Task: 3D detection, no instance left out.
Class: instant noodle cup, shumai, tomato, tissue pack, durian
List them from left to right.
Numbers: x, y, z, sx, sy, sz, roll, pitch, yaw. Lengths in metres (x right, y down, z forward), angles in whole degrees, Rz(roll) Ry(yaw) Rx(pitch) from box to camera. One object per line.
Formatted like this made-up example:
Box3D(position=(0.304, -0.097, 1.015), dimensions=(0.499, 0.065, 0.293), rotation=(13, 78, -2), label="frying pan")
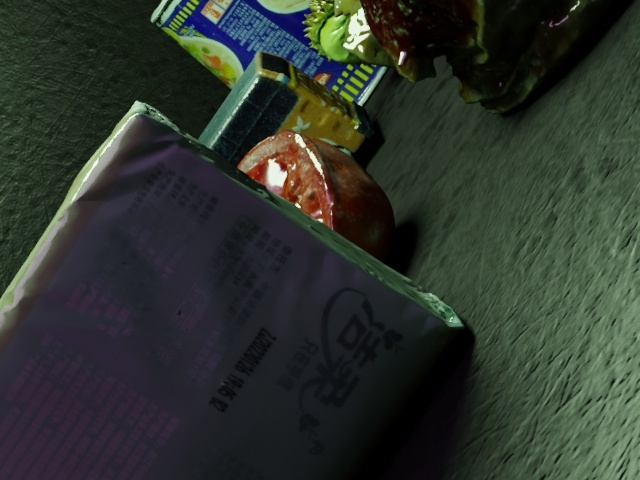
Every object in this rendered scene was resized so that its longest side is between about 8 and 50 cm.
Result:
Box3D(position=(-0.131, 0.135, 1.391), dimensions=(0.405, 0.332, 0.205), rotation=(-56, 7, 4), label="tissue pack")
Box3D(position=(-0.067, -0.315, 2.409), dimensions=(0.284, 0.312, 0.284), rotation=(-53, 12, 17), label="instant noodle cup")
Box3D(position=(0.000, 0.000, 1.705), dimensions=(0.200, 0.139, 0.233), rotation=(-57, 43, 34), label="tomato")
Box3D(position=(0.078, -0.338, 2.144), dimensions=(0.237, 0.200, 0.176), rotation=(127, 149, -65), label="durian")
Box3D(position=(0.134, -0.302, 1.581), dimensions=(0.292, 0.288, 0.330), rotation=(-62, 11, -30), label="shumai")

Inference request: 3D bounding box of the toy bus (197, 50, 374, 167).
Box3D(position=(-0.091, -0.069, 2.128), dimensions=(0.323, 0.194, 0.162), rotation=(-54, 13, 12), label="toy bus")
